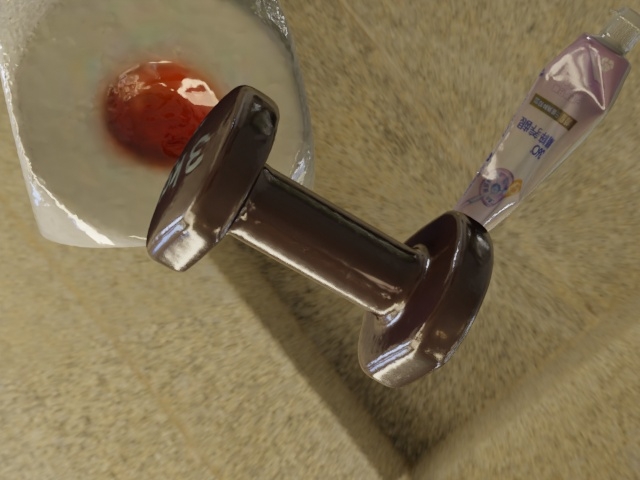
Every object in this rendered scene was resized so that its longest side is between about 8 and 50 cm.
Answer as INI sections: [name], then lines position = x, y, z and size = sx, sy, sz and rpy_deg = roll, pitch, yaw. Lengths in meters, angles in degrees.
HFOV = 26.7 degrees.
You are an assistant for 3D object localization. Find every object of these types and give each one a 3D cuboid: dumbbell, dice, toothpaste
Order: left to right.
[dice]
position = -0.159, -0.134, 1.262
size = 0.259, 0.251, 0.243
rpy_deg = -11, -76, -11
[dumbbell]
position = 0.000, 0.000, 0.947
size = 0.225, 0.140, 0.124
rpy_deg = 29, -122, -15
[toothpaste]
position = 0.171, -0.074, 1.153
size = 0.048, 0.075, 0.301
rpy_deg = 33, -79, -31
